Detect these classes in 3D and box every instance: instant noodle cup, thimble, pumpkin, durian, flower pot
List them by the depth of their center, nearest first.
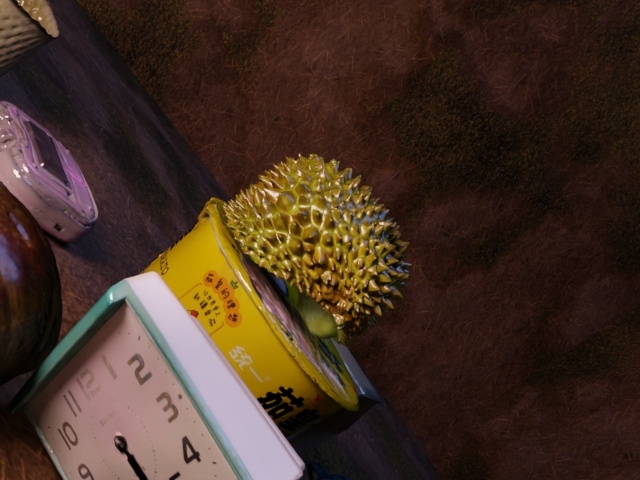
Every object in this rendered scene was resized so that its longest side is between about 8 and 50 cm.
[{"bbox_3d":[-0.296,0.023,0.958,0.169,0.148,0.312,18,29,-32],"label":"pumpkin"},{"bbox_3d":[0.003,0.002,1.233,0.237,0.176,0.200,44,-14,-8],"label":"durian"},{"bbox_3d":[-0.141,0.146,1.289,0.326,0.254,0.325,55,6,-8],"label":"instant noodle cup"},{"bbox_3d":[-0.532,-0.376,1.537,0.271,0.150,0.271,55,5,-7],"label":"thimble"},{"bbox_3d":[-0.035,0.265,1.822,0.190,0.239,0.209,58,-24,20],"label":"flower pot"}]

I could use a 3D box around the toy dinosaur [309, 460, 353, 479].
[{"bbox_3d":[0.020,0.463,1.830,0.147,0.077,0.363,19,3,9],"label":"toy dinosaur"}]

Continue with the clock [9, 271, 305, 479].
[{"bbox_3d":[-0.151,0.177,0.942,0.116,0.262,0.231,-25,78,-46],"label":"clock"}]

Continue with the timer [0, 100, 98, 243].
[{"bbox_3d":[-0.404,-0.100,1.456,0.191,0.069,0.209,45,13,-54],"label":"timer"}]
